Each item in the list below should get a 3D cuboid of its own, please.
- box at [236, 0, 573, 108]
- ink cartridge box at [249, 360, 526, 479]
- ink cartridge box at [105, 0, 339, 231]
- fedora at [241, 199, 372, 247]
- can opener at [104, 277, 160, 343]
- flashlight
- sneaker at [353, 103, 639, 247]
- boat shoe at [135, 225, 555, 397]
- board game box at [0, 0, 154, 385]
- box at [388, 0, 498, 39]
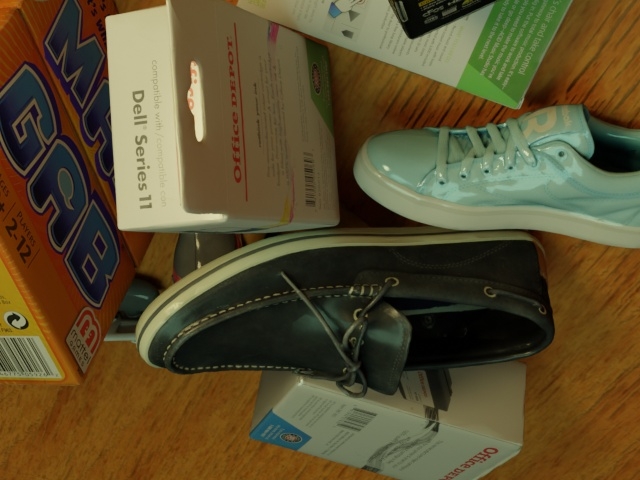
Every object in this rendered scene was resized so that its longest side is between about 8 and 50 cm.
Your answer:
[{"bbox_3d":[0.094,-0.281,1.088,0.322,0.058,0.232,21,135,-2],"label":"box"},{"bbox_3d":[0.088,0.214,1.453,0.307,0.129,0.223,18,147,-12],"label":"ink cartridge box"},{"bbox_3d":[-0.102,-0.112,1.069,0.119,0.353,0.207,-5,87,22],"label":"ink cartridge box"},{"bbox_3d":[0.000,0.000,1.363,0.194,0.079,0.194,10,134,10],"label":"fedora"},{"bbox_3d":[-0.187,0.102,1.519,0.280,0.074,0.093,0,132,16],"label":"can opener"},{"bbox_3d":[-0.156,-0.053,1.291,0.103,0.103,0.304,27,138,48],"label":"flashlight"},{"bbox_3d":[0.223,-0.097,1.179,0.365,0.135,0.150,6,133,-4],"label":"sneaker"},{"bbox_3d":[0.043,0.091,1.243,0.500,0.156,0.187,-6,144,-16],"label":"boat shoe"},{"bbox_3d":[-0.418,-0.090,1.207,0.356,0.356,0.356,-1,132,18],"label":"board game box"},{"bbox_3d":[0.184,-0.297,0.863,0.322,0.079,0.257,-24,164,8],"label":"box"}]
